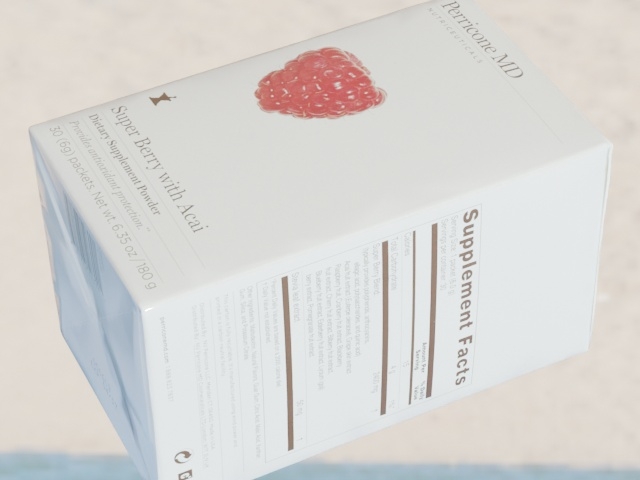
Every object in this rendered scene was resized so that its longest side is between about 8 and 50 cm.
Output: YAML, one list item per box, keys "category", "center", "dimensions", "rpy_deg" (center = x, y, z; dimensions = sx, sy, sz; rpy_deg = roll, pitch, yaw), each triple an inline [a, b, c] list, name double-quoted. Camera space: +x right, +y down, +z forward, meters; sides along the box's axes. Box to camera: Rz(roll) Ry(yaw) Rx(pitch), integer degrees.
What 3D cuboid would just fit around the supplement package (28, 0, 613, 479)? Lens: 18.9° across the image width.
- category: "supplement package"
  center: [0.000, 0.000, 1.150]
  dimensions: [0.293, 0.177, 0.175]
  rpy_deg: [-20, 136, -19]
